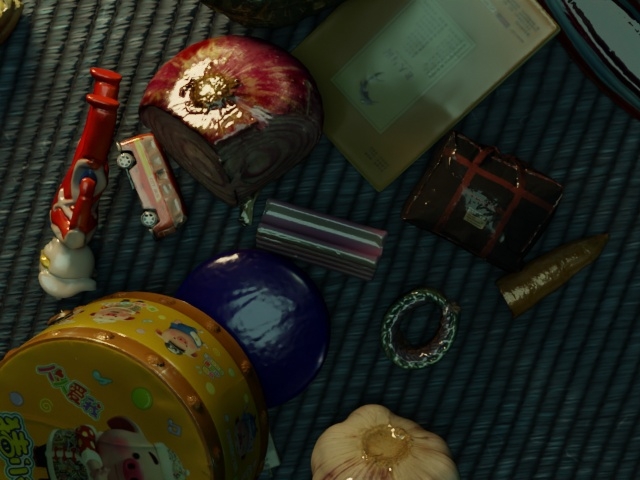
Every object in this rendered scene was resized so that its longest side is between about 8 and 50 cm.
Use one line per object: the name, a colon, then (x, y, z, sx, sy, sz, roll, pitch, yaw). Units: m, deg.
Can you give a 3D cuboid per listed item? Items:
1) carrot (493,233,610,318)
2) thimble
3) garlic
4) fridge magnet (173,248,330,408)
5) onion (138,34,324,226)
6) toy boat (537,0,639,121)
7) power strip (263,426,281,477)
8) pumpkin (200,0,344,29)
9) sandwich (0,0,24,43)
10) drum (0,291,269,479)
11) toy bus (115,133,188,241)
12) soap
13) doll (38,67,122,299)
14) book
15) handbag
carrot: (0.380, 0.046, 1.736, 0.205, 0.072, 0.072, -31, 93, 0)
thimble: (0.158, 0.140, 1.741, 0.118, 0.090, 0.135, 33, 97, -1)
garlic: (0.105, 0.408, 1.731, 0.245, 0.245, 0.253, -1, 127, 4)
fridge magnet: (-0.115, 0.145, 1.747, 0.265, 0.112, 0.265, 0, 95, 4)
onion: (-0.127, -0.202, 1.663, 0.256, 0.272, 0.230, 42, 81, 1)
toy boat: (0.492, -0.283, 1.691, 0.136, 0.079, 0.392, -42, 89, 8)
power strip: (-0.103, 0.335, 1.813, 0.051, 0.019, 0.136, -16, 94, 3)
pumpkin: (-0.066, -0.464, 1.612, 0.327, 0.257, 0.291, -33, 98, 11)
sandwich: (-0.662, -0.370, 1.736, 0.301, 0.099, 0.271, 38, 92, 2)
drum: (-0.306, 0.300, 1.670, 0.431, 0.214, 0.431, 6, 108, 18)
toy bus: (-0.272, -0.090, 1.753, 0.077, 0.079, 0.174, -22, 94, -4)
soap: (0.000, 0.000, 1.717, 0.203, 0.122, 0.065, 16, 75, 0)
doll: (-0.380, -0.073, 1.714, 0.099, 0.188, 0.384, 10, 113, -13)
book: (0.143, -0.295, 1.688, 0.389, 0.032, 0.269, -41, 92, 19)
handbag: (0.254, -0.063, 1.682, 0.215, 0.155, 0.169, 27, 94, 2)
